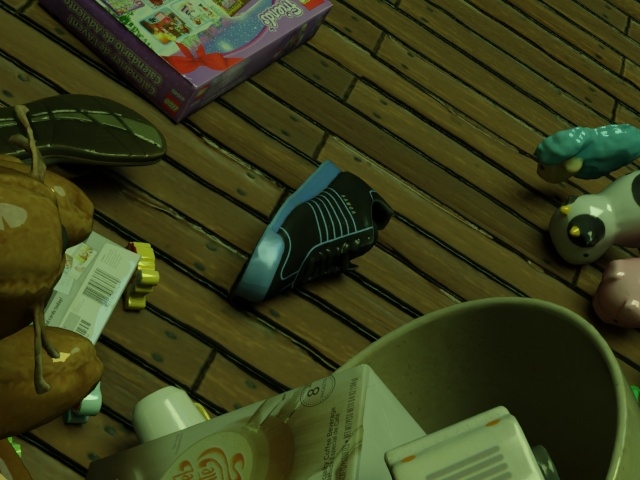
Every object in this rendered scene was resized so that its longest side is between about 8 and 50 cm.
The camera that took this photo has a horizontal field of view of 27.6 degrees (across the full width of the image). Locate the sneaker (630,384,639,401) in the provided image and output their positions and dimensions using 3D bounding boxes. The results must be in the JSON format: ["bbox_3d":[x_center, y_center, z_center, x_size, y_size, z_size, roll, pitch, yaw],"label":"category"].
[{"bbox_3d":[0.242,0.169,1.237,0.296,0.123,0.109,20,43,-18],"label":"sneaker"}]

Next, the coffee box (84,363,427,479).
[{"bbox_3d":[-0.053,0.199,0.890,0.098,0.247,0.141,51,30,-30],"label":"coffee box"}]

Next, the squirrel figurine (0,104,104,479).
[{"bbox_3d":[-0.319,0.030,0.744,0.397,0.370,0.281,7,78,-15],"label":"squirrel figurine"}]

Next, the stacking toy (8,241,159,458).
[{"bbox_3d":[-0.198,0.089,1.056,0.167,0.052,0.221,5,49,-32],"label":"stacking toy"}]

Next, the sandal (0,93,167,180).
[{"bbox_3d":[-0.251,-0.081,1.186,0.219,0.060,0.090,-10,50,-24],"label":"sandal"}]

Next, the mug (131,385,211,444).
[{"bbox_3d":[-0.115,0.151,1.016,0.062,0.078,0.064,-29,78,-8],"label":"mug"}]

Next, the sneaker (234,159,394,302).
[{"bbox_3d":[0.000,0.000,1.261,0.090,0.081,0.232,31,38,5],"label":"sneaker"}]

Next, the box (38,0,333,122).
[{"bbox_3d":[-0.140,-0.261,1.434,0.201,0.057,0.293,41,40,7],"label":"box"}]

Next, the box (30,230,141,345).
[{"bbox_3d":[-0.252,0.026,1.011,0.186,0.038,0.145,29,48,-9],"label":"box"}]

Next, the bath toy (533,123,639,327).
[{"bbox_3d":[0.358,0.034,1.447,0.129,0.151,0.348,18,43,-59],"label":"bath toy"}]

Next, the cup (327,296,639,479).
[{"bbox_3d":[0.132,0.241,0.978,0.237,0.331,0.331,49,33,-28],"label":"cup"}]

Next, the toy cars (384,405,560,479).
[{"bbox_3d":[0.078,0.293,0.729,0.177,0.393,0.087,18,-3,-2],"label":"toy cars"}]
